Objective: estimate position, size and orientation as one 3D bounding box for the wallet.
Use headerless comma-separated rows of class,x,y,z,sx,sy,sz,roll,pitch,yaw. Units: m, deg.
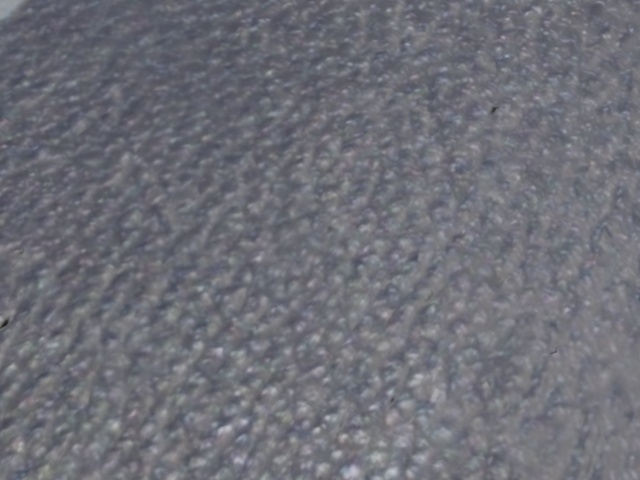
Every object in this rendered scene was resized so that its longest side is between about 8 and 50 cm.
wallet,0.000,0.000,0.417,0.262,0.071,0.221,27,61,6
